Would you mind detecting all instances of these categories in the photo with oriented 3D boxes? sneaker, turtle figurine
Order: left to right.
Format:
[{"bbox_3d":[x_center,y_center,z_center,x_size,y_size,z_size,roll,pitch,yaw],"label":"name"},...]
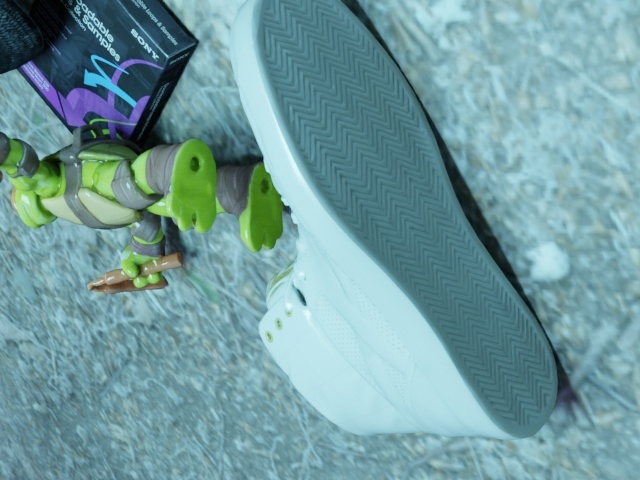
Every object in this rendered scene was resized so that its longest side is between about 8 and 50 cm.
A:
[{"bbox_3d":[-0.133,-0.028,0.894,0.217,0.087,0.269,1,156,35],"label":"turtle figurine"},{"bbox_3d":[0.000,0.000,0.771,0.169,0.108,0.292,-15,109,50],"label":"sneaker"}]

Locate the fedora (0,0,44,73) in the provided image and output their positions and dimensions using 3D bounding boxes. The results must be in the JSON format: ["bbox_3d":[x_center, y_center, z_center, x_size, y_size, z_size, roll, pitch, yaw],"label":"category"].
[{"bbox_3d":[-0.316,-0.225,0.849,0.334,0.152,0.334,13,171,2],"label":"fedora"}]

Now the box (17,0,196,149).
[{"bbox_3d":[-0.154,-0.129,0.906,0.116,0.029,0.162,49,144,6],"label":"box"}]
